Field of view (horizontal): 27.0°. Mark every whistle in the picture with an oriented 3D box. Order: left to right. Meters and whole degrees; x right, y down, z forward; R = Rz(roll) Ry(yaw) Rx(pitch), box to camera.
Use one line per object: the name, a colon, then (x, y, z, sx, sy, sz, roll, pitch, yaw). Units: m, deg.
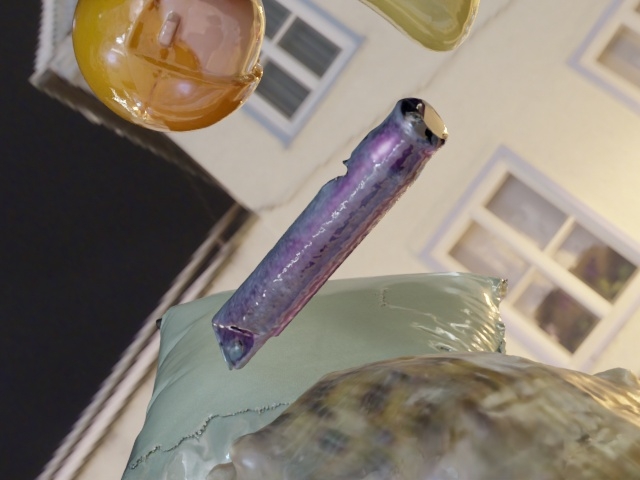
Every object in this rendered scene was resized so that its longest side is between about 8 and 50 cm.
whistle: (0.000, 0.000, 0.650, 0.033, 0.033, 0.176, -2, -39, -50)

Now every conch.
conch: (0.077, 0.121, 0.408, 0.291, 0.210, 0.159, -24, -25, -1)

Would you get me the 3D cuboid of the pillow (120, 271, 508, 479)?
pillow: (0.003, 0.115, 1.035, 0.312, 0.310, 0.119, -6, -64, 5)

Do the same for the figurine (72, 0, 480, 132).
figurine: (-0.072, -0.159, 0.705, 0.325, 0.124, 0.222, 18, -66, -14)
